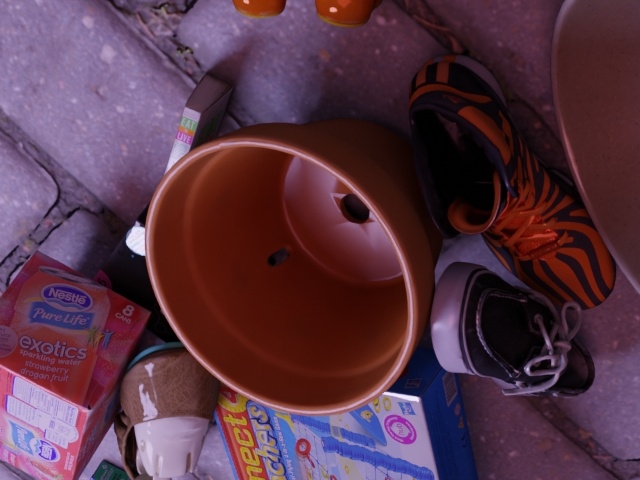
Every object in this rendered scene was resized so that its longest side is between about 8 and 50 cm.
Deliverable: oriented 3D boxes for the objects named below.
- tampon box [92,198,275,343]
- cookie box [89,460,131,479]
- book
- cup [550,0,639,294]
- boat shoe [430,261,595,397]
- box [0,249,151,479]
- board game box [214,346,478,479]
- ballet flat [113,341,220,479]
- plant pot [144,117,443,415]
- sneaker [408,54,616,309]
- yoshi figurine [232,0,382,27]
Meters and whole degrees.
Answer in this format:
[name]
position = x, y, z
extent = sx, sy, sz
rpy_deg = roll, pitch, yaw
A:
[tampon box]
position = -0.159, 0.039, 1.117
extent = 0.161, 0.101, 0.120
rpy_deg = 36, 120, -7
[cookie box]
position = -0.282, 0.374, 1.363
extent = 0.107, 0.040, 0.092
rpy_deg = 27, 121, -2
[book]
position = -0.144, -0.096, 1.044
extent = 0.035, 0.096, 0.144
rpy_deg = 23, 121, 0
[cup]
position = 0.380, -0.102, 0.819
extent = 0.237, 0.331, 0.331
rpy_deg = -22, 113, -6
[boat shoe]
position = 0.206, 0.105, 0.974
extent = 0.105, 0.113, 0.306
rpy_deg = 4, 158, 31
[box]
position = -0.314, 0.166, 1.138
extent = 0.154, 0.142, 0.300
rpy_deg = 28, 145, 0
[board game box]
position = 0.031, 0.262, 1.147
extent = 0.302, 0.086, 0.308
rpy_deg = 3, 120, 34
[ballet flat]
position = -0.186, 0.223, 1.127
extent = 0.116, 0.124, 0.342
rpy_deg = 3, 157, -19
[plant pot]
position = 0.000, 0.000, 0.976
extent = 0.291, 0.203, 0.290
rpy_deg = 13, 121, 24
[sneaker]
position = 0.181, -0.024, 0.955
extent = 0.125, 0.180, 0.321
rpy_deg = -35, 105, 27
[yoshi figurine]
position = -0.006, -0.387, 0.843
extent = 0.203, 0.204, 0.362
rpy_deg = 43, 146, 36
